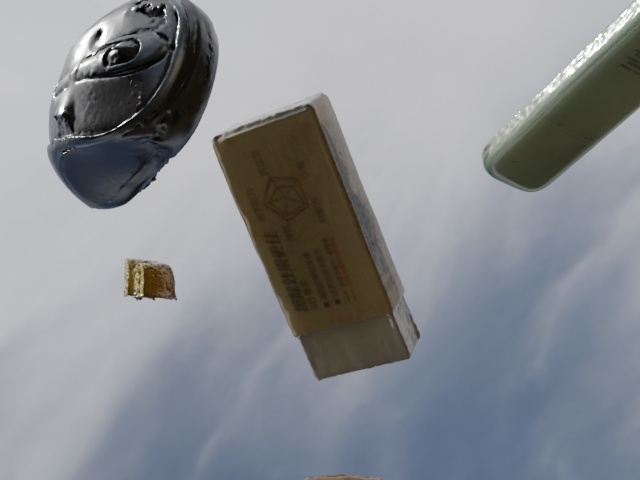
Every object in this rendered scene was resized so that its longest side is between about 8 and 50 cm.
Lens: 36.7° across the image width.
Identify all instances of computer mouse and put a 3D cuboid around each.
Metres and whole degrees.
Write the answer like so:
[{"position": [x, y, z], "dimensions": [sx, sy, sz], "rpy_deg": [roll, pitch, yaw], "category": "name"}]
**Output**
[{"position": [-0.166, -0.114, 0.788], "dimensions": [0.096, 0.233, 0.137], "rpy_deg": [14, -116, -27], "category": "computer mouse"}]

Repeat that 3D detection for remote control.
[{"position": [0.274, -0.145, 0.935], "dimensions": [0.090, 0.309, 0.038], "rpy_deg": [21, -131, -20], "category": "remote control"}]

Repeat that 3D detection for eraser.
[{"position": [0.000, 0.000, 1.200], "dimensions": [0.343, 0.144, 0.078], "rpy_deg": [68, -156, -14], "category": "eraser"}]

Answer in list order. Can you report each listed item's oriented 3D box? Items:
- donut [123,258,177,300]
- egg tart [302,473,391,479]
[{"position": [-0.163, 0.036, 0.883], "dimensions": [0.083, 0.067, 0.037], "rpy_deg": [17, -100, -75], "category": "donut"}, {"position": [0.009, 0.245, 0.565], "dimensions": [0.215, 0.170, 0.215], "rpy_deg": [-1, -43, -1], "category": "egg tart"}]
